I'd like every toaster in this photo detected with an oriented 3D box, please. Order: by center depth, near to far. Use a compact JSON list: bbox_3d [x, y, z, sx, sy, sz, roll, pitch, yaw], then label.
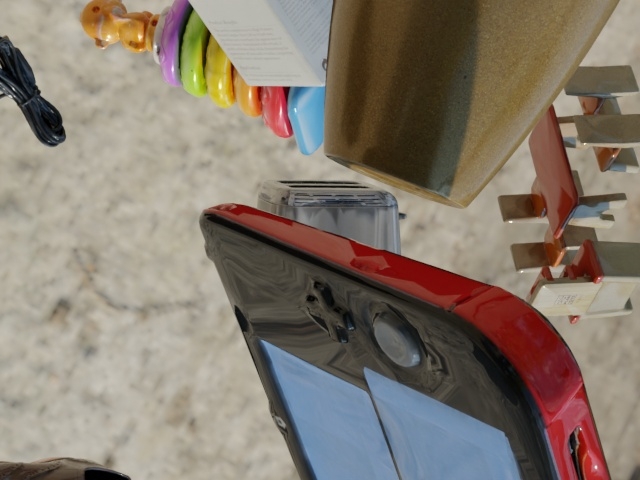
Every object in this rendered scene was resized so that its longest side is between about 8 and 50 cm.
[{"bbox_3d":[0.000,0.000,2.238,0.227,0.129,0.146,0,99,-18],"label":"toaster"}]

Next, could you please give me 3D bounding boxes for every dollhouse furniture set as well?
[{"bbox_3d":[0.285,-0.039,2.050,0.135,0.259,0.262,-1,145,-15],"label":"dollhouse furniture set"}]

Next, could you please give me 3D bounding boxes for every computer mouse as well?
[{"bbox_3d":[-0.284,-0.068,1.310,0.193,0.042,0.106,-39,130,-20],"label":"computer mouse"}]

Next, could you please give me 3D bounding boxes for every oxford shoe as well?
[{"bbox_3d":[-0.305,0.278,1.881,0.271,0.098,0.097,-14,97,-63],"label":"oxford shoe"}]

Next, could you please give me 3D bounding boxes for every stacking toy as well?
[{"bbox_3d":[-0.122,-0.214,1.926,0.166,0.302,0.175,73,31,-71],"label":"stacking toy"}]

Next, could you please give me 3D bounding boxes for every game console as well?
[{"bbox_3d":[0.073,0.167,1.214,0.060,0.342,0.386,-37,124,-29],"label":"game console"}]

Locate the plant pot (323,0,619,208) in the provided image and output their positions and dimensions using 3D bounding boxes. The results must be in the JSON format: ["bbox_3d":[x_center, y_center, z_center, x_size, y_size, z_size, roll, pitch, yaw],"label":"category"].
[{"bbox_3d":[0.104,-0.161,1.340,0.237,0.237,0.254,23,87,-64],"label":"plant pot"}]

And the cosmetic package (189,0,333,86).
[{"bbox_3d":[-0.068,-0.251,1.615,0.085,0.117,0.231,-51,125,-27],"label":"cosmetic package"}]
